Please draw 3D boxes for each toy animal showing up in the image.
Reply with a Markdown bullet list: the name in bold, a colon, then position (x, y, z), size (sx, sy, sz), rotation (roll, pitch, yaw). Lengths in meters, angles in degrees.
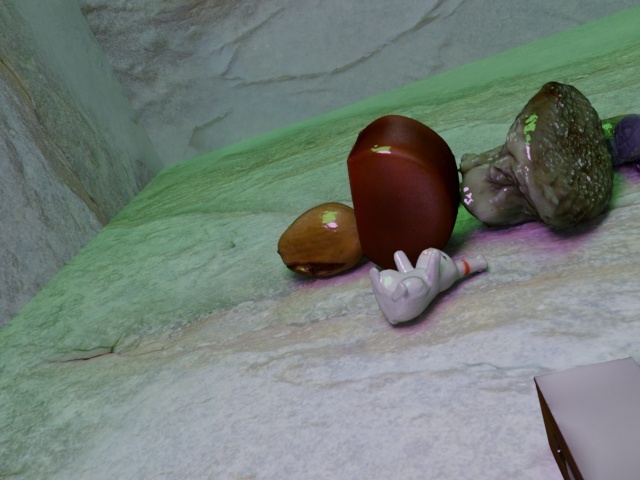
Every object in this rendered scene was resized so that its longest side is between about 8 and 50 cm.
- **toy animal**: position (0.245, 0.072, 1.274), size (0.282, 0.138, 0.140), rotation (-34, 22, -25)

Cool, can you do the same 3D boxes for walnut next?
- **walnut**: position (0.000, 0.000, 1.563), size (0.298, 0.203, 0.203), rotation (-11, 27, 34)

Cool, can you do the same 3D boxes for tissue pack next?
- **tissue pack**: position (0.388, 0.290, 0.699), size (0.136, 0.159, 0.246), rotation (-17, 25, 9)

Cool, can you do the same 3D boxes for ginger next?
- **ginger**: position (0.806, -0.309, 1.612), size (0.290, 0.089, 0.137), rotation (-6, 31, 32)

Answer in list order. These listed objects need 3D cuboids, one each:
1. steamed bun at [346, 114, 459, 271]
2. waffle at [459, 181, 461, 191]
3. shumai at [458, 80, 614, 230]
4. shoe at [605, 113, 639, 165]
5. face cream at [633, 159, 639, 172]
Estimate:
- **steamed bun**: position (0.225, -0.114, 1.388), size (0.248, 0.379, 0.235), rotation (0, 36, 19)
- **waffle**: position (0.311, -0.118, 1.694), size (0.253, 0.056, 0.249), rotation (-28, 25, -9)
- **shumai**: position (0.516, -0.179, 1.384), size (0.323, 0.324, 0.397), rotation (-22, 22, 51)
- **shoe**: position (0.823, -0.261, 1.409), size (0.138, 0.095, 0.245), rotation (-15, -12, 7)
- **face cream**: position (0.919, -0.225, 1.362), size (0.273, 0.078, 0.078), rotation (-19, 25, 10)
